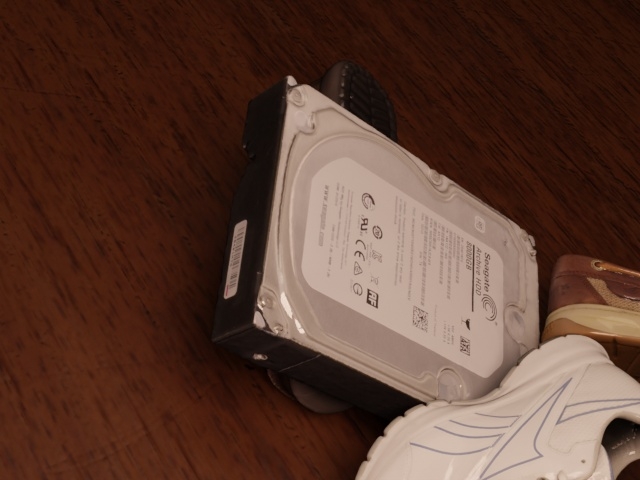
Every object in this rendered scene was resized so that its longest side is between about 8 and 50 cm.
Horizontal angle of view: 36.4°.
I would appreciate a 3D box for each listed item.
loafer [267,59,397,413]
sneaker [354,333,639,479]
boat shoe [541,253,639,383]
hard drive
[{"bbox_3d":[0.000,0.000,0.949,0.134,0.130,0.366,35,49,-37],"label":"loafer"},{"bbox_3d":[0.147,0.175,0.749,0.297,0.111,0.129,-29,33,-21],"label":"sneaker"},{"bbox_3d":[0.380,0.082,0.921,0.342,0.123,0.123,10,58,1],"label":"boat shoe"},{"bbox_3d":[0.069,0.036,0.848,0.339,0.064,0.237,30,52,-34],"label":"hard drive"}]
